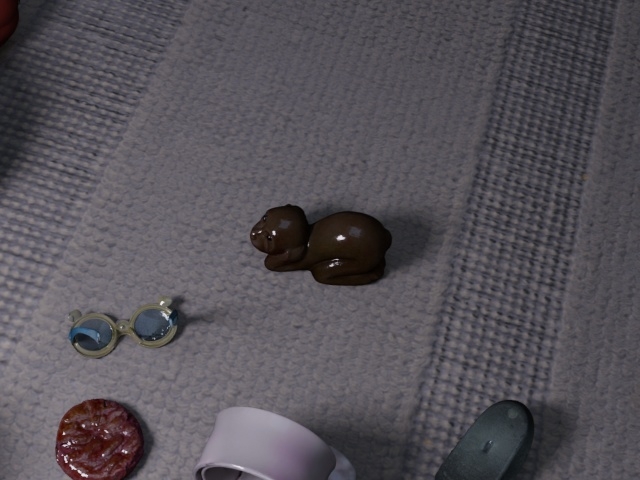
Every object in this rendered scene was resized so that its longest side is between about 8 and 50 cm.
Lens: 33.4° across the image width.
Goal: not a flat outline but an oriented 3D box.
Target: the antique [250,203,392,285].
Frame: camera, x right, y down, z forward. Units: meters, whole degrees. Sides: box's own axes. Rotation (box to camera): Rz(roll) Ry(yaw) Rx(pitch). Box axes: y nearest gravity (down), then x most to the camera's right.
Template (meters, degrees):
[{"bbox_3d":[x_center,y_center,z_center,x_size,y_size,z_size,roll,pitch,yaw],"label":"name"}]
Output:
[{"bbox_3d":[0.000,0.000,1.959,0.257,0.143,0.121,12,59,2],"label":"antique"}]

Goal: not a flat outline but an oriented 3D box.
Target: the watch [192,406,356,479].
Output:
[{"bbox_3d":[-0.061,0.352,1.671,0.244,0.231,0.196,18,54,7],"label":"watch"}]

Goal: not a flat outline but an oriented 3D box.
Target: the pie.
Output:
[{"bbox_3d":[-0.365,0.332,1.755,0.155,0.036,0.154,4,56,-5],"label":"pie"}]

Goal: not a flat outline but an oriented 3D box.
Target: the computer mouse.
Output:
[{"bbox_3d":[0.281,0.372,1.804,0.113,0.068,0.229,29,68,31],"label":"computer mouse"}]

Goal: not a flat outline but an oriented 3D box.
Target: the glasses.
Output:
[{"bbox_3d":[-0.322,0.162,1.788,0.190,0.220,0.088,-9,98,-15],"label":"glasses"}]

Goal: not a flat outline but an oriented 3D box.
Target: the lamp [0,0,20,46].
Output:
[{"bbox_3d":[-0.708,-0.473,2.107,0.227,0.227,0.226,4,57,-6],"label":"lamp"}]
